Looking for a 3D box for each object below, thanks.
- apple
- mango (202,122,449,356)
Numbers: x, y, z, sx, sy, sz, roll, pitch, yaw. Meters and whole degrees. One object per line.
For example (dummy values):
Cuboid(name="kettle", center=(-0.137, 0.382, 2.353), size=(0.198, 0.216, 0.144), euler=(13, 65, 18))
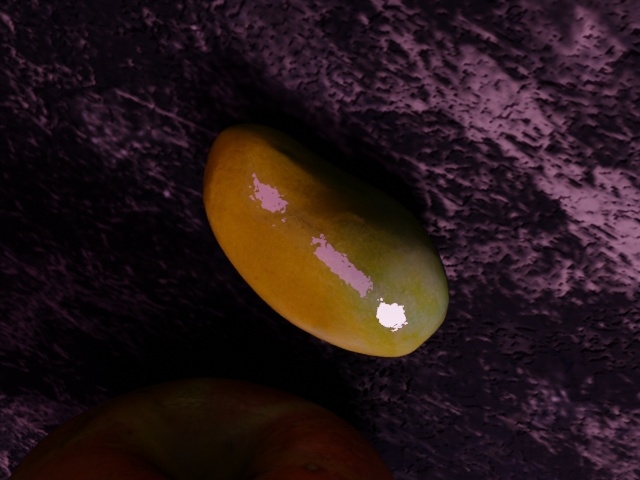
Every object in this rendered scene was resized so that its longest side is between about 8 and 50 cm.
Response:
Cuboid(name="apple", center=(-0.089, 0.276, 0.853), size=(0.339, 0.339, 0.339), euler=(13, 136, 13))
Cuboid(name="mango", center=(0.000, 0.003, 0.748), size=(0.191, 0.085, 0.122), euler=(39, 147, 1))
